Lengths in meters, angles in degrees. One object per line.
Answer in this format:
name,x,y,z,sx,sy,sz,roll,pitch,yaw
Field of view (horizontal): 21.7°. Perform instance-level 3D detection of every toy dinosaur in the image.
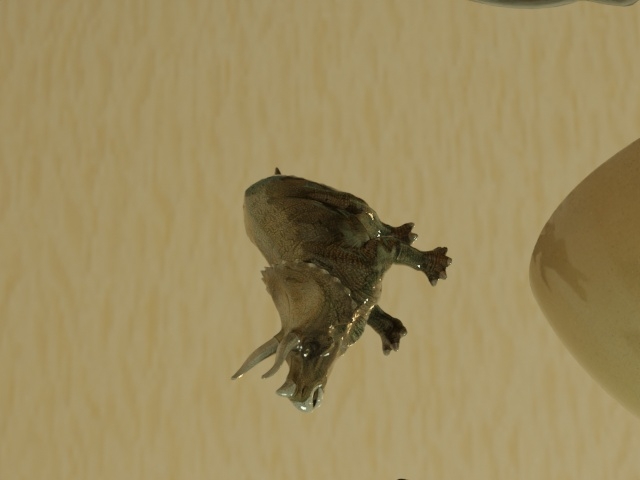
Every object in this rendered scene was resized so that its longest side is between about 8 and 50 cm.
toy dinosaur,0.000,0.000,1.363,0.160,0.313,0.121,22,122,-32

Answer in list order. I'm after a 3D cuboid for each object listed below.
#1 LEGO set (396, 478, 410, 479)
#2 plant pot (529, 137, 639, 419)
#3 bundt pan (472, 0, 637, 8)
LEGO set,0.092,0.245,1.064,0.182,0.060,0.244,-3,130,-5
plant pot,0.320,0.055,1.224,0.284,0.191,0.284,-14,146,-10
bundt pan,0.060,-0.235,0.755,0.331,0.124,0.331,15,165,4
